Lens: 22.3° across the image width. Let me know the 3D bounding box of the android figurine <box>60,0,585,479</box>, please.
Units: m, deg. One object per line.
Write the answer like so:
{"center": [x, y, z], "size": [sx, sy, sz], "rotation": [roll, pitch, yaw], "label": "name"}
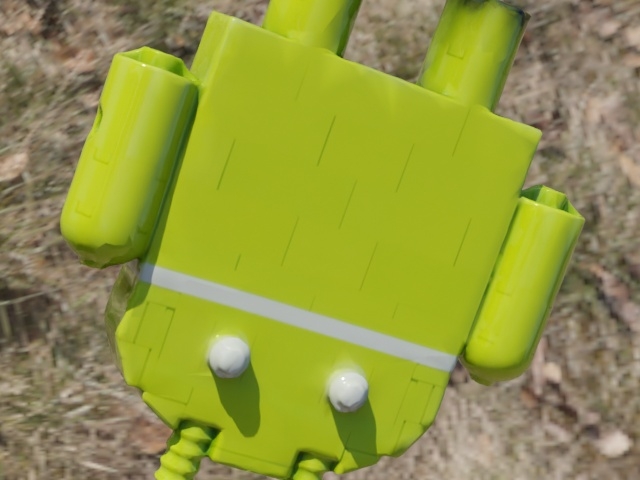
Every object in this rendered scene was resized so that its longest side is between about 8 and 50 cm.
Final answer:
{"center": [0.000, 0.000, 0.769], "size": [0.248, 0.056, 0.273], "rotation": [20, 94, -21], "label": "android figurine"}
